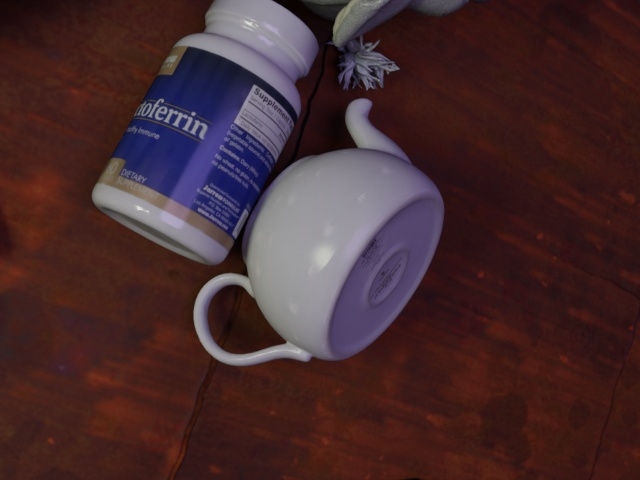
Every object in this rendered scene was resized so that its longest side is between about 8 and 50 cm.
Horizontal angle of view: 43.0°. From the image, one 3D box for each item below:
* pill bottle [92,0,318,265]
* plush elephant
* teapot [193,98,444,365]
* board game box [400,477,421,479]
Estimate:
[{"bbox_3d":[-0.113,-0.120,0.857,0.153,0.153,0.264,31,78,-24],"label":"pill bottle"},{"bbox_3d":[0.072,-0.326,0.866,0.272,0.255,0.329,-33,110,-33],"label":"plush elephant"},{"bbox_3d":[0.000,0.000,0.905,0.256,0.187,0.252,-27,140,-48],"label":"teapot"},{"bbox_3d":[0.061,0.384,1.025,0.170,0.048,0.141,2,94,-27],"label":"board game box"}]
